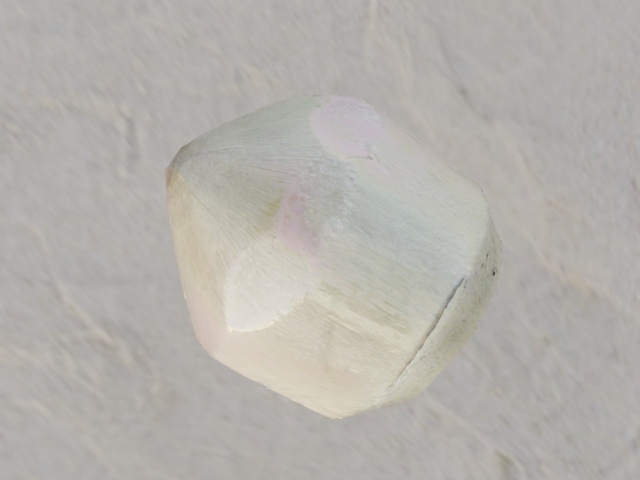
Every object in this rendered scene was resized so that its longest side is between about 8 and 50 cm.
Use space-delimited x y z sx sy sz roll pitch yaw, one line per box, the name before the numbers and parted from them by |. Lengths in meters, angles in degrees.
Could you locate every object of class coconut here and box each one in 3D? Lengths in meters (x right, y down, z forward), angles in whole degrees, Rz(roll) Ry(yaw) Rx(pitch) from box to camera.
coconut | 0.000 0.000 1.213 0.234 0.224 0.224 35 84 -8
